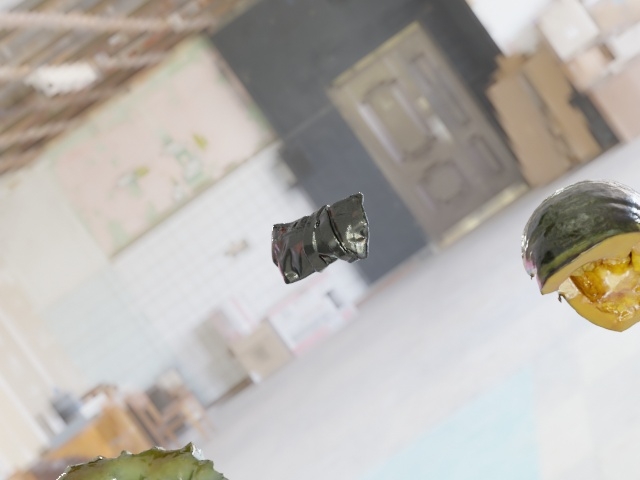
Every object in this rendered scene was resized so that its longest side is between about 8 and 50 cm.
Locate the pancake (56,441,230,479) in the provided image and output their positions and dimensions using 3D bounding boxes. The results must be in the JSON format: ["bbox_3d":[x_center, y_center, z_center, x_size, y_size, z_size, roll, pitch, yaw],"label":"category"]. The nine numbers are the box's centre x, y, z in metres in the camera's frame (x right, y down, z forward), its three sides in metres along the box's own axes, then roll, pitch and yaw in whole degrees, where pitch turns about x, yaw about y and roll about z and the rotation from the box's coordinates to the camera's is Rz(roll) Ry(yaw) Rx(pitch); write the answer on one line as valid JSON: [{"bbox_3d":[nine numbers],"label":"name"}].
[{"bbox_3d":[-0.095,0.115,0.486,0.377,0.054,0.197,6,38,34],"label":"pancake"}]

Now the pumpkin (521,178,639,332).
[{"bbox_3d":[0.236,0.000,1.511,0.119,0.107,0.183,-28,-28,16],"label":"pumpkin"}]

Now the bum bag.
[{"bbox_3d":[-0.001,0.000,1.471,0.034,0.057,0.124,-5,-12,-39],"label":"bum bag"}]
